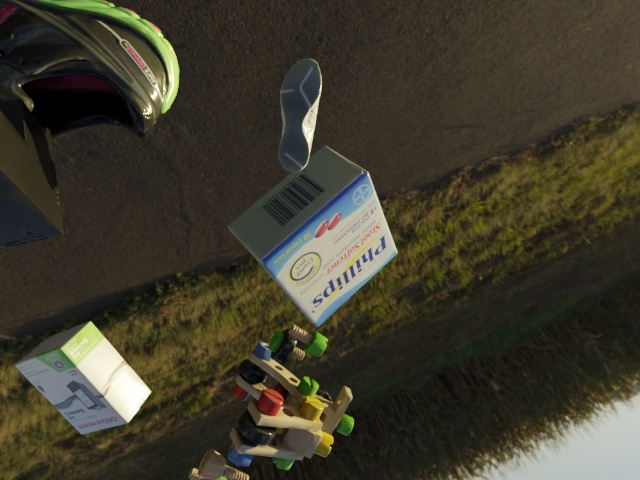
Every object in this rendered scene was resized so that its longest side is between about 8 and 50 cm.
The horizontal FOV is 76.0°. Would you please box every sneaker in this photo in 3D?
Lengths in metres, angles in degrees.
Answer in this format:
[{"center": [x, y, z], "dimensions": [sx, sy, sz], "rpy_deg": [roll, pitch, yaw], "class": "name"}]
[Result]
[{"center": [-0.031, -0.175, 0.579], "dimensions": [0.054, 0.061, 0.152], "rpy_deg": [11, 106, 0], "class": "sneaker"}, {"center": [-0.456, -0.251, 0.568], "dimensions": [0.483, 0.202, 0.185], "rpy_deg": [4, 157, -13], "class": "sneaker"}]

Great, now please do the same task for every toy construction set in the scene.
[{"center": [-0.052, 0.339, 0.705], "dimensions": [0.237, 0.308, 0.257], "rpy_deg": [33, 155, -13], "class": "toy construction set"}]

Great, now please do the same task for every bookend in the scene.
[{"center": [-0.349, -0.097, 0.431], "dimensions": [0.072, 0.156, 0.157], "rpy_deg": [-15, 159, -15], "class": "bookend"}]

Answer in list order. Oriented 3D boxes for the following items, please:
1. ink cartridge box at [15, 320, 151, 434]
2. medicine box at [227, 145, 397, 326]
[{"center": [-0.632, 0.376, 1.107], "dimensions": [0.198, 0.114, 0.272], "rpy_deg": [-22, 110, 23], "class": "ink cartridge box"}, {"center": [0.000, 0.000, 0.883], "dimensions": [0.263, 0.149, 0.289], "rpy_deg": [-42, 139, -8], "class": "medicine box"}]
